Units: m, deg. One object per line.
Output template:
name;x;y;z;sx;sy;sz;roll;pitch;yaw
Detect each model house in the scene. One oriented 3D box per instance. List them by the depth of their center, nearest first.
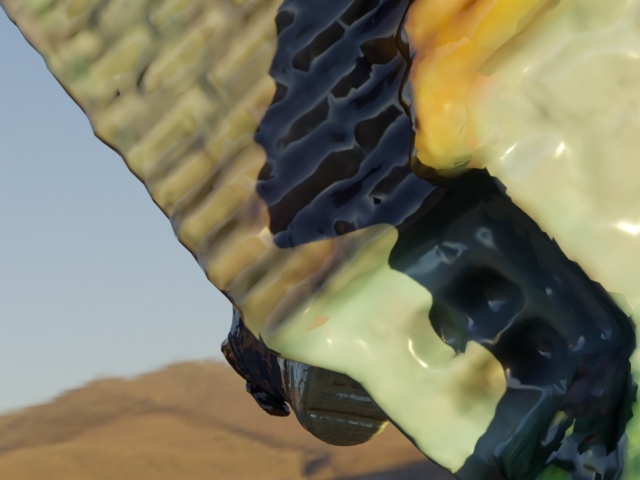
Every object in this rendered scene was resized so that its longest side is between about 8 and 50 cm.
model house;0.098;-0.110;0.536;0.360;0.339;0.297;-45;4;10

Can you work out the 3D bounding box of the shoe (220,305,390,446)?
shoe;-0.001;0.000;0.981;0.099;0.227;0.125;12;-6;-38
